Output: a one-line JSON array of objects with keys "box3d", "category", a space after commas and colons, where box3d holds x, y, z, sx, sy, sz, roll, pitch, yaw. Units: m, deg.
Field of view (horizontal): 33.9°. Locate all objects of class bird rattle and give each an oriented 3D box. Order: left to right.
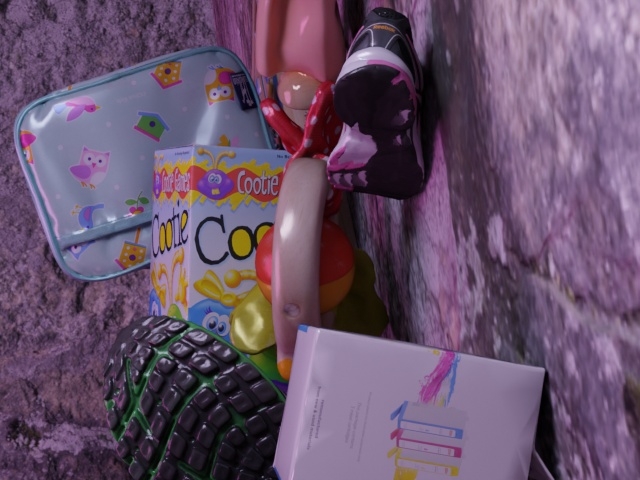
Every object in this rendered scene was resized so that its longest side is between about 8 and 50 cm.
[{"box3d": [0.000, 0.000, 0.859, 0.207, 0.143, 0.253, -79, -2, -63], "category": "bird rattle"}]

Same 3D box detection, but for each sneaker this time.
[{"box3d": [-0.048, 0.198, 0.901, 0.343, 0.134, 0.146, 45, 180, -5], "category": "sneaker"}, {"box3d": [0.048, -0.093, 0.738, 0.178, 0.072, 0.077, 98, -174, -64], "category": "sneaker"}]

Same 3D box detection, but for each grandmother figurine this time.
[{"box3d": [-0.014, -0.270, 0.842, 0.342, 0.104, 0.207, 87, 163, -44], "category": "grandmother figurine"}]

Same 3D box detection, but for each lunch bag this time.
[{"box3d": [-0.176, -0.079, 1.152, 0.108, 0.279, 0.224, 162, 90, -81], "category": "lunch bag"}]

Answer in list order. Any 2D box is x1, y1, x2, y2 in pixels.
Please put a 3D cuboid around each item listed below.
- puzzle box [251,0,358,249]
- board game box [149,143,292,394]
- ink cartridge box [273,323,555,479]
[{"box3d": [-0.028, -0.093, 1.254, 0.272, 0.052, 0.408, 97, 163, -63], "category": "puzzle box"}, {"box3d": [-0.084, 0.048, 1.036, 0.142, 0.144, 0.275, -175, 86, -67], "category": "board game box"}, {"box3d": [0.054, 0.103, 0.584, 0.092, 0.143, 0.089, 159, 121, -82], "category": "ink cartridge box"}]
